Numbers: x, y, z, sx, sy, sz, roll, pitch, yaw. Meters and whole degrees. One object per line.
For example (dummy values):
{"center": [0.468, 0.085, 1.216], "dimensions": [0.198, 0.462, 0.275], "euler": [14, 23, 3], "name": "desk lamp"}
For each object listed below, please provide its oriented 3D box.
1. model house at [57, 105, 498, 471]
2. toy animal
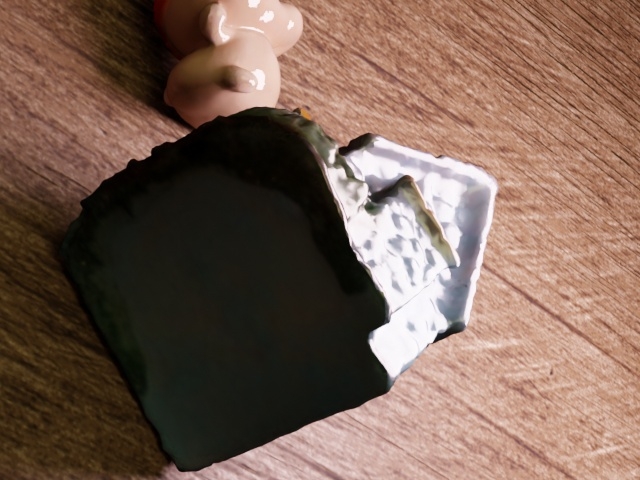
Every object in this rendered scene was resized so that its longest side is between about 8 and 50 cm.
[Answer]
{"center": [0.000, 0.000, 1.482], "dimensions": [0.339, 0.360, 0.297], "euler": [-28, 88, -49], "name": "model house"}
{"center": [-0.106, -0.225, 1.647], "dimensions": [0.171, 0.171, 0.198], "euler": [13, 64, -40], "name": "toy animal"}
